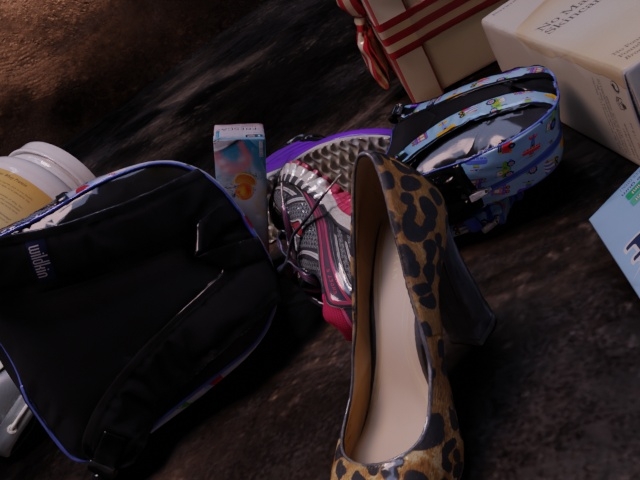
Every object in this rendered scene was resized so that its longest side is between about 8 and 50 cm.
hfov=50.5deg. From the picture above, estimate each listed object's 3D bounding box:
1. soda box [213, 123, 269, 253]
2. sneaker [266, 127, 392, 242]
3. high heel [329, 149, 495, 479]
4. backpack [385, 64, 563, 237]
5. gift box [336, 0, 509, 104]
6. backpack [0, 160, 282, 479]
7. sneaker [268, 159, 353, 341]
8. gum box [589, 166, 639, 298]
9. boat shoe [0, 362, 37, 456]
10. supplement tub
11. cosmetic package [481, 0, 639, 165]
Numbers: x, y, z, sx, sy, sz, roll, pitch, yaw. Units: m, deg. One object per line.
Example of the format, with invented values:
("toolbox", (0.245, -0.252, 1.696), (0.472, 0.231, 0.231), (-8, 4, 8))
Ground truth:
("soda box", (-0.090, -0.039, 0.788), (0.058, 0.183, 0.063), (-3, 26, -6))
("sneaker", (0.002, -0.097, 0.871), (0.293, 0.102, 0.146), (-16, 30, 33))
("high heel", (0.029, 0.072, 0.450), (0.093, 0.186, 0.261), (-10, 35, 41))
("backpack", (0.156, -0.087, 0.657), (0.173, 0.117, 0.158), (-22, 28, 25))
("gift box", (0.156, -0.377, 1.013), (0.258, 0.255, 0.276), (-27, 32, 9))
("backpack", (-0.178, 0.051, 0.683), (0.263, 0.277, 0.213), (-30, 13, 1))
("sneaker", (0.000, 0.000, 0.691), (0.112, 0.121, 0.299), (-48, 23, -3))
("gum box", (0.256, -0.026, 0.419), (0.157, 0.041, 0.184), (-52, 8, 23))
("boat shoe", (-0.302, 0.137, 0.864), (0.319, 0.099, 0.116), (-41, -10, -28))
("supplement tub", (-0.497, 0.013, 1.054), (0.228, 0.228, 0.316), (-10, 35, 40))
("cosmetic package", (0.303, -0.196, 0.681), (0.160, 0.113, 0.309), (-32, 27, 5))
